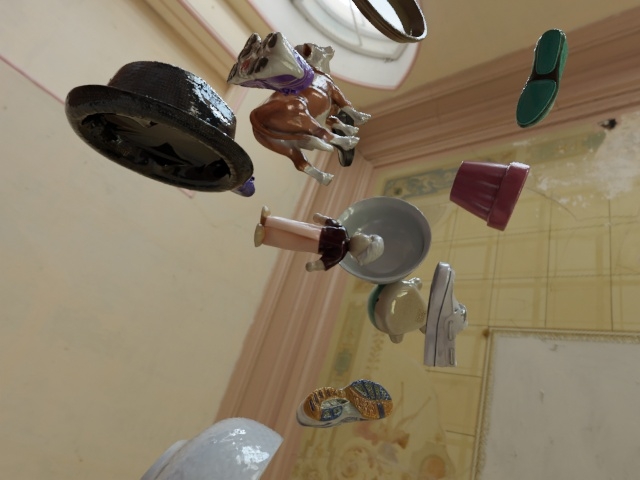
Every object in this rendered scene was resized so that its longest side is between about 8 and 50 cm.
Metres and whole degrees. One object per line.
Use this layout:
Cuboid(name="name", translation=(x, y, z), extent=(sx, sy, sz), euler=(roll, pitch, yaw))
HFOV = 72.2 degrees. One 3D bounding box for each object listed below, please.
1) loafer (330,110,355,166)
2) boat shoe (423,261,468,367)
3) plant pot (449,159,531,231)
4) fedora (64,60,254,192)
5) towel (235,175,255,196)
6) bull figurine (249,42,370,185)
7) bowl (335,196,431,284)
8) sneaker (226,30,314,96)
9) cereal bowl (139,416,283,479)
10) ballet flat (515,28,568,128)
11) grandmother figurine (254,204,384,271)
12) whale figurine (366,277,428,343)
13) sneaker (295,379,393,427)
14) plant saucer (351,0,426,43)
Cuboid(name="loafer", translation=(0.045, -0.250, 1.075), extent=(0.061, 0.169, 0.062), euler=(-24, -136, -16))
Cuboid(name="boat shoe", translation=(0.271, 0.162, 0.934), extent=(0.085, 0.257, 0.095), euler=(6, -149, 12))
Cuboid(name="plant pot", translation=(0.488, -0.149, 1.287), extent=(0.180, 0.201, 0.201), euler=(23, -106, 21))
Cuboid(name="fedora", translation=(-0.274, -0.221, 0.815), extent=(0.334, 0.334, 0.152), euler=(-7, -115, 42))
Cuboid(name="towel", translation=(-0.296, -0.207, 1.206), extent=(0.308, 0.228, 0.076), euler=(105, 10, -87))
Cuboid(name="bull figurine", translation=(-0.012, -0.235, 0.775), extent=(0.101, 0.189, 0.310), euler=(-47, -168, 47))
Cuboid(name="bowl", translation=(0.185, 0.020, 1.335), extent=(0.298, 0.134, 0.297), euler=(-6, -123, 9))
Cuboid(name="sneaker", translation=(-0.062, -0.199, 0.525), extent=(0.068, 0.071, 0.170), euler=(-58, -147, 7))
Cuboid(name="cereal bowl", translation=(-0.206, 0.409, 0.652), extent=(0.141, 0.339, 0.338), euler=(32, -98, 9))
Cuboid(name="ballet flat", translation=(0.539, -0.374, 1.051), extent=(0.083, 0.087, 0.247), euler=(15, -92, 44))
Cuboid(name="grandmother figurine", translation=(0.000, 0.000, 1.180), extent=(0.343, 0.104, 0.207), euler=(9, -122, 0))
Cuboid(name="whale figurine", translation=(0.257, 0.215, 1.383), extent=(0.141, 0.272, 0.216), euler=(15, -96, 53))
Cuboid(name="sneaker", translation=(0.066, 0.478, 1.267), extent=(0.131, 0.297, 0.111), euler=(-53, -143, 43))
Cuboid(name="plant saucer", translation=(0.139, -0.563, 1.008), extent=(0.041, 0.278, 0.277), euler=(-33, -141, 41))
